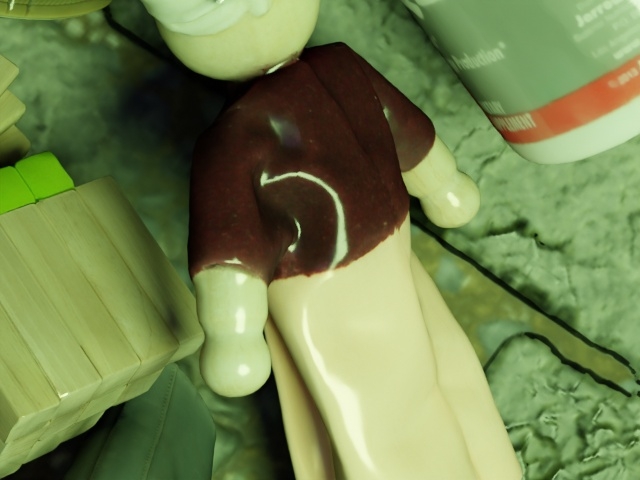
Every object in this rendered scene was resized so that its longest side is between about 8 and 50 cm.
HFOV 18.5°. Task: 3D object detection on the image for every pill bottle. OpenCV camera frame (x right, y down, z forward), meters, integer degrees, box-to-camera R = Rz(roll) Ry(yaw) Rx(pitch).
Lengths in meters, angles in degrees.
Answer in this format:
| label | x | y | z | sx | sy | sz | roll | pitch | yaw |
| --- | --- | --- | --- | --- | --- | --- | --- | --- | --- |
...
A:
| label | x | y | z | sx | sy | sz | roll | pitch | yaw |
| --- | --- | --- | --- | --- | --- | --- | --- | --- | --- |
| pill bottle | 0.068 | -0.186 | 0.809 | 0.161 | 0.161 | 0.283 | -39 | 103 | -2 |

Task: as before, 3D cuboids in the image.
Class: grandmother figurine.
| label | x | y | z | sx | sy | sz | roll | pitch | yaw |
| --- | --- | --- | --- | --- | --- | --- | --- | --- | --- |
| grandmother figurine | 0.000 | 0.000 | 0.832 | 0.104 | 0.208 | 0.342 | -13 | 106 | 24 |

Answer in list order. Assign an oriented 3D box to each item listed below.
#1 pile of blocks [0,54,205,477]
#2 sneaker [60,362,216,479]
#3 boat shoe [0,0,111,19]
| label | x | y | z | sx | sy | sz | roll | pitch | yaw |
| --- | --- | --- | --- | --- | --- | --- | --- | --- | --- |
| pile of blocks | -0.222 | -0.030 | 0.827 | 0.362 | 0.149 | 0.112 | 37 | 135 | -3 |
| sneaker | -0.083 | 0.165 | 0.891 | 0.083 | 0.118 | 0.222 | 13 | 127 | 3 |
| boat shoe | -0.182 | -0.135 | 0.800 | 0.223 | 0.073 | 0.080 | 3 | 90 | -43 |
